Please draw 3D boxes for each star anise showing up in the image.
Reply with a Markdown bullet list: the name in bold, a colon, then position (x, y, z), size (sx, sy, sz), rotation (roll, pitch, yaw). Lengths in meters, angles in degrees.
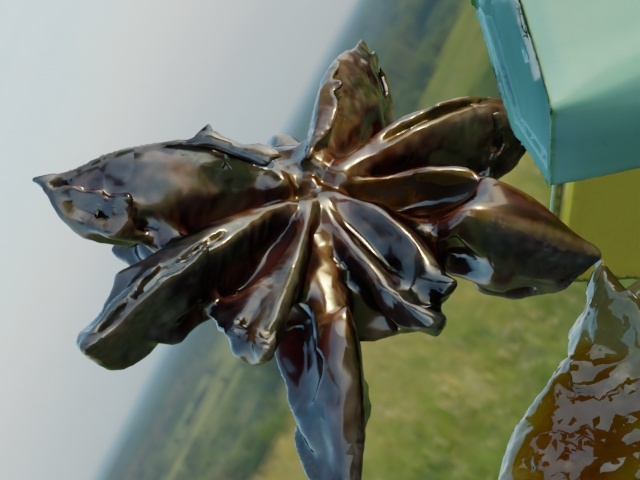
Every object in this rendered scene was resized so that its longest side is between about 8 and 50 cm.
- **star anise**: position (-0.001, -0.003, 0.868), size (0.283, 0.212, 0.129), rotation (-36, -37, -23)

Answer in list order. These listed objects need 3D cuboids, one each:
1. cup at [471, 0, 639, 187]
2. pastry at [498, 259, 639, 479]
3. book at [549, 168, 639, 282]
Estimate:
- **cup**: position (0.188, -0.104, 0.708), size (0.235, 0.134, 0.148), rotation (-18, -3, -5)
- **pastry**: position (0.194, 0.109, 0.789), size (0.236, 0.121, 0.257), rotation (-51, 42, -7)
- **book**: position (0.216, -0.153, 0.976), size (0.239, 0.035, 0.352), rotation (-1, -79, -48)
